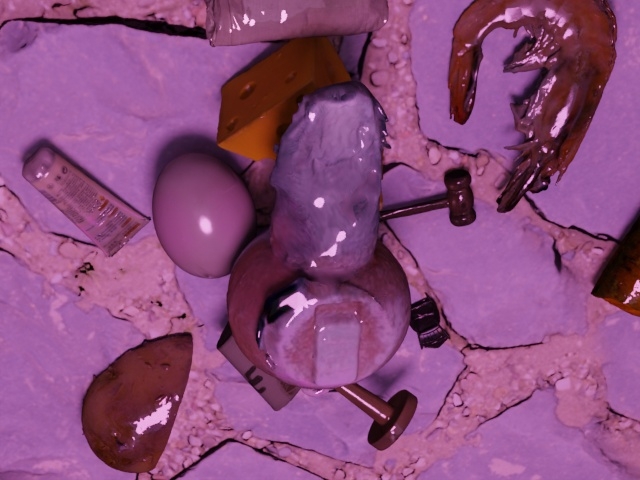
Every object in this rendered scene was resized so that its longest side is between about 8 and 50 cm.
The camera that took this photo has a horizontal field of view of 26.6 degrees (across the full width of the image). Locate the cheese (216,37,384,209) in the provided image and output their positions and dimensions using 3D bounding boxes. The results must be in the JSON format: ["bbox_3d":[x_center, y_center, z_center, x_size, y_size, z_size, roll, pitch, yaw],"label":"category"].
[{"bbox_3d":[0.004,-0.104,1.333,0.126,0.093,0.171,-32,127,28],"label":"cheese"}]

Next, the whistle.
[{"bbox_3d":[0.000,0.000,1.290,0.189,0.189,0.347,-1,120,-8],"label":"whistle"}]

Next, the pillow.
[{"bbox_3d":[-0.024,-0.253,1.255,0.182,0.078,0.134,-8,93,-8],"label":"pillow"}]

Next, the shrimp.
[{"bbox_3d":[0.202,-0.155,1.367,0.173,0.058,0.253,22,109,-9],"label":"shrimp"}]

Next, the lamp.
[{"bbox_3d":[-0.003,0.141,1.445,0.215,0.121,0.121,36,107,-11],"label":"lamp"}]

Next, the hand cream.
[{"bbox_3d":[-0.241,-0.043,1.373,0.061,0.039,0.143,-42,124,6],"label":"hand cream"}]

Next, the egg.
[{"bbox_3d":[-0.116,-0.025,1.356,0.103,0.103,0.135,-15,120,0],"label":"egg"}]

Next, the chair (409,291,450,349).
[{"bbox_3d":[0.115,0.088,1.490,0.037,0.042,0.086,-23,153,5],"label":"chair"}]

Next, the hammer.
[{"bbox_3d":[0.019,-0.018,1.426,0.292,0.029,0.058,-12,116,0],"label":"hammer"}]

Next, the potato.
[{"bbox_3d":[-0.201,0.183,1.459,0.101,0.089,0.172,18,114,-14],"label":"potato"}]

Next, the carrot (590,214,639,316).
[{"bbox_3d":[0.367,0.010,1.457,0.082,0.082,0.173,23,108,-18],"label":"carrot"}]
